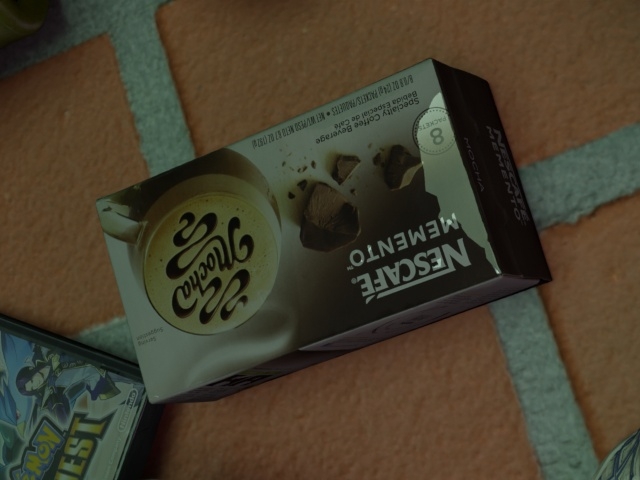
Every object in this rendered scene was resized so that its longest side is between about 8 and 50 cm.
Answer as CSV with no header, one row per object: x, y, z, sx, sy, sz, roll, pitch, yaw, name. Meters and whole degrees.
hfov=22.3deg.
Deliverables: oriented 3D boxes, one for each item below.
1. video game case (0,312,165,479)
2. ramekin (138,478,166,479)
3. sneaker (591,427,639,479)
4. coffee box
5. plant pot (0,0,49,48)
-0.268,0.206,1.347,0.248,0.035,0.275,17,87,31,video game case
-0.119,0.309,1.183,0.135,0.277,0.277,20,96,32,ramekin
0.240,0.157,1.100,0.112,0.131,0.296,29,101,21,sneaker
0.000,0.000,1.222,0.297,0.119,0.168,-20,78,22,coffee box
-0.427,-0.225,1.329,0.353,0.366,0.366,-20,79,10,plant pot
